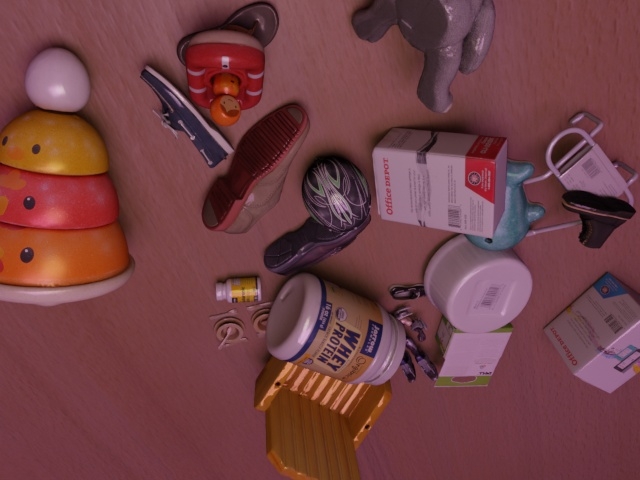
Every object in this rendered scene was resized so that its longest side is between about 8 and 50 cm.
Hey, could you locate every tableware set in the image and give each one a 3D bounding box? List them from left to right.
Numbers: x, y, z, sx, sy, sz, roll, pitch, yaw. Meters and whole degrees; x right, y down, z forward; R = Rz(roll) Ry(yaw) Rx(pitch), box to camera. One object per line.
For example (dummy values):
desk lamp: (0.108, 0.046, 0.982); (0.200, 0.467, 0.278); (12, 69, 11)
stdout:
tableware set: (-0.203, 0.246, 1.552); (0.194, 0.039, 0.128); (-14, 125, 0)

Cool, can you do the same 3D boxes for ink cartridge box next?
ink cartridge box: (0.269, -0.134, 1.249); (0.272, 0.114, 0.197); (11, 131, 27)
ink cartridge box: (0.448, 0.330, 1.693); (0.188, 0.097, 0.255); (2, 125, -11)
ink cartridge box: (0.871, 0.283, 1.672); (0.197, 0.198, 0.270); (27, 117, -26)

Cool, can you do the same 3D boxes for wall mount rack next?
wall mount rack: (0.608, -0.138, 1.387); (0.304, 0.130, 0.350); (-43, 120, 15)

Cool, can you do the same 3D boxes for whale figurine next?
whale figurine: (0.428, -0.080, 1.332); (0.216, 0.141, 0.272); (17, 145, 14)

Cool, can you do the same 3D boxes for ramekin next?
ramekin: (0.435, 0.121, 1.507); (0.277, 0.135, 0.277); (-7, 123, -12)

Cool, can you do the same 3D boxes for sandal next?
sandal: (-0.184, -0.399, 1.100); (0.219, 0.060, 0.090); (-18, 125, 3)

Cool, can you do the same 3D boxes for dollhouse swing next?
dollhouse swing: (0.032, 0.456, 1.516); (0.346, 0.305, 0.315); (32, 95, -20)

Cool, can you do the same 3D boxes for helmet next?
helmet: (0.036, -0.106, 1.271); (0.169, 0.161, 0.169); (-3, 120, -5)

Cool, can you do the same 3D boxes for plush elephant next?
plush elephant: (0.255, -0.469, 1.039); (0.255, 0.272, 0.330); (-39, 168, -25)

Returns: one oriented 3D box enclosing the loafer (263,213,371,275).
loafer: (0.000, 0.000, 1.396); (0.302, 0.109, 0.095); (-29, 144, 17)

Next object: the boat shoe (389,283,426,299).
boat shoe: (0.258, 0.149, 1.568); (0.125, 0.038, 0.046); (5, 122, -13)

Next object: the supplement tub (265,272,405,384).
supplement tub: (0.041, 0.239, 1.440); (0.316, 0.228, 0.228); (25, 117, -24)

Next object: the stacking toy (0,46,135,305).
stacking toy: (-0.547, -0.141, 1.117); (0.350, 0.350, 0.480); (5, 105, -13)

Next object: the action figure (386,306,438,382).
action figure: (0.243, 0.307, 1.641); (0.185, 0.099, 0.285); (-25, 121, 19)

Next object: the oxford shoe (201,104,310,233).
oxford shoe: (-0.129, -0.156, 1.267); (0.348, 0.123, 0.130); (-47, 146, 19)

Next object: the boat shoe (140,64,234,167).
boat shoe: (-0.289, -0.255, 1.164); (0.079, 0.095, 0.254); (-41, 131, 4)

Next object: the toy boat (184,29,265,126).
toy boat: (-0.183, -0.293, 1.068); (0.150, 0.151, 0.231); (-1, 163, -9)

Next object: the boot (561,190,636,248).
boot: (0.647, -0.040, 1.345); (0.197, 0.077, 0.137); (11, 130, -15)

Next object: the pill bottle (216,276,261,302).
pill bottle: (-0.215, 0.131, 1.456); (0.116, 0.065, 0.065); (-3, 125, -7)
